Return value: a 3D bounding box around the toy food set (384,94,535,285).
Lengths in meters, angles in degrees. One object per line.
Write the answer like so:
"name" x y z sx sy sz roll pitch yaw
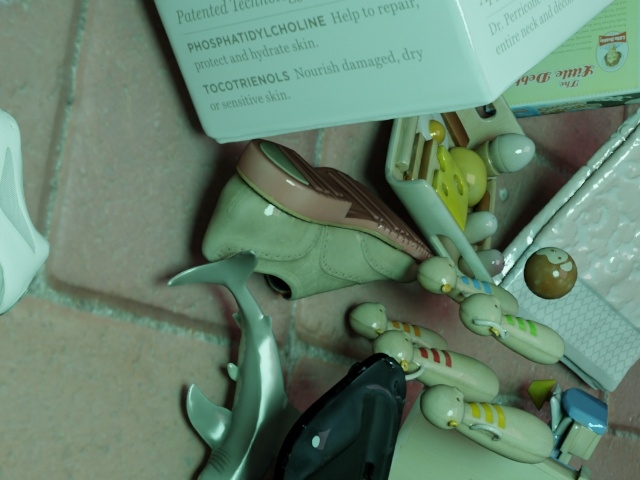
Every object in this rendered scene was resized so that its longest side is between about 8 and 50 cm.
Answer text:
"toy food set" 0.177 -0.083 1.386 0.220 0.092 0.306 53 32 -32

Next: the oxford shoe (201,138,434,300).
"oxford shoe" 0.000 0.000 1.246 0.130 0.123 0.348 -52 144 11

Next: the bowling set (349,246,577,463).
"bowling set" 0.149 0.072 1.220 0.154 0.287 0.200 25 96 -30

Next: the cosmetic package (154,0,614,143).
"cosmetic package" 0.041 -0.341 1.083 0.329 0.327 0.394 -38 115 -43

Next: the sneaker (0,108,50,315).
"sneaker" -0.307 -0.096 0.903 0.146 0.122 0.331 -48 122 -59

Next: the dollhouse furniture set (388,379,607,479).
"dollhouse furniture set" 0.182 0.290 1.428 0.286 0.198 0.303 -63 168 11

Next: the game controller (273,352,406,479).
"game controller" 0.006 0.253 1.148 0.166 0.067 0.319 -26 138 -37

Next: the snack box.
"snack box" 0.351 -0.258 1.468 0.060 0.322 0.187 10 80 -50

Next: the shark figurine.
"shark figurine" -0.051 0.141 1.134 0.166 0.116 0.278 -4 100 -51

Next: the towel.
"towel" 0.397 0.026 1.565 0.317 0.053 0.332 -48 131 8
